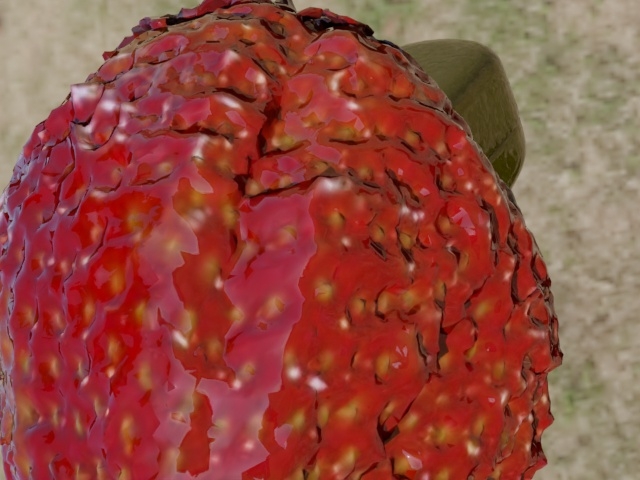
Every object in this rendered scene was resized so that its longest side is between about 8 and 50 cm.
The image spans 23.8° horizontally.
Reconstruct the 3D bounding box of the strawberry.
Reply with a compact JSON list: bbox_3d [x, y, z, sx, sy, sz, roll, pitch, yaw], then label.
[{"bbox_3d":[-0.025,0.046,0.625,0.288,0.250,0.238,-70,-10,-51],"label":"strawberry"}]

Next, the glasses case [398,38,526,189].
[{"bbox_3d":[0.000,0.000,1.051,0.173,0.371,0.141,3,124,38],"label":"glasses case"}]
